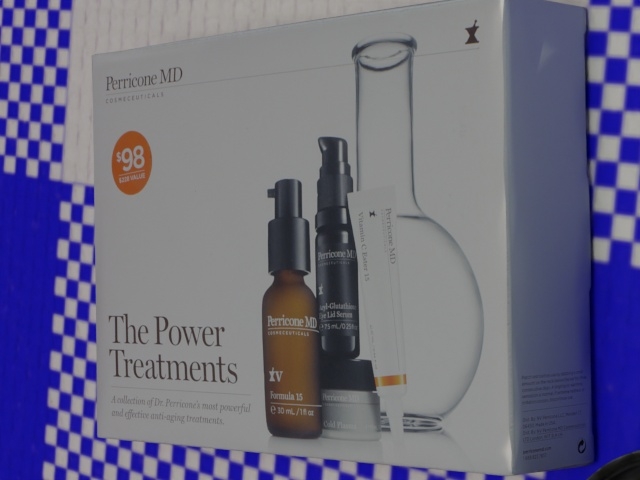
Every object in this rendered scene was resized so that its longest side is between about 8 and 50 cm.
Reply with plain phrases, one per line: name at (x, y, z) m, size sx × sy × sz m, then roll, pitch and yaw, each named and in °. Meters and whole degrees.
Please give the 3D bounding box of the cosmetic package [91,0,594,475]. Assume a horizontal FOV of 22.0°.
cosmetic package at (0.000, 0.000, 1.102) m, size 0.377 × 0.097 × 0.284 m, roll -2°, pitch 87°, yaw 43°

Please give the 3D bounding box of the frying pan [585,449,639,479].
frying pan at (0.242, 0.164, 0.888) m, size 0.197 × 0.053 × 0.326 m, roll 50°, pitch 128°, yaw 27°
